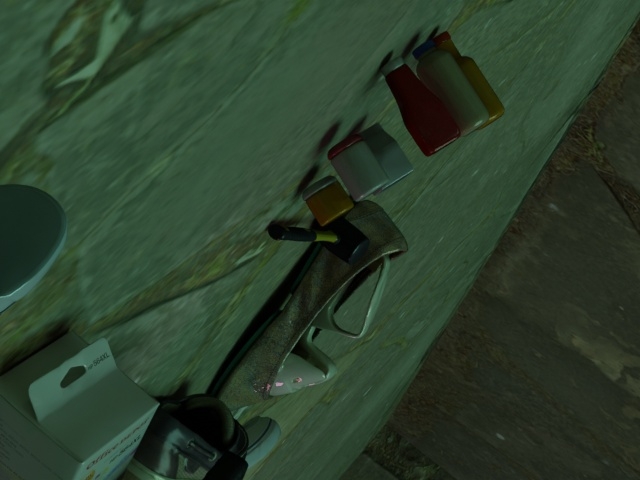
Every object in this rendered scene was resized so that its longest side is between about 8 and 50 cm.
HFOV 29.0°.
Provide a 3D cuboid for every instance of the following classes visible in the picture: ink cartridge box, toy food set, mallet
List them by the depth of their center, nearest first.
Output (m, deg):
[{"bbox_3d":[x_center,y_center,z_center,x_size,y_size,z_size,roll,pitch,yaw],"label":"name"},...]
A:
[{"bbox_3d":[-0.191,0.145,0.900,0.092,0.090,0.143,-38,162,-51],"label":"ink cartridge box"},{"bbox_3d":[0.072,-0.119,1.220,0.232,0.105,0.111,-32,178,-12],"label":"toy food set"},{"bbox_3d":[0.000,0.000,1.287,0.039,0.062,0.189,-57,168,12],"label":"mallet"}]

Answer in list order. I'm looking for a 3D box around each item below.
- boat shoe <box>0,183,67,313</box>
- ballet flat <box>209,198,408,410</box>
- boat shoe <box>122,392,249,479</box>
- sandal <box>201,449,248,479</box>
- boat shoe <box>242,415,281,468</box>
[{"bbox_3d":[-0.207,0.046,0.633,0.183,0.065,0.083,-41,167,-26],"label":"boat shoe"},{"bbox_3d":[-0.009,0.100,1.440,0.316,0.106,0.107,-55,168,10],"label":"ballet flat"},{"bbox_3d":[-0.129,0.211,1.318,0.092,0.103,0.285,-50,163,8],"label":"boat shoe"},{"bbox_3d":[-0.193,0.308,0.909,0.446,0.107,0.168,-53,172,-38],"label":"sandal"},{"bbox_3d":[-0.128,0.255,1.500,0.083,0.076,0.226,-29,-177,33],"label":"boat shoe"}]
